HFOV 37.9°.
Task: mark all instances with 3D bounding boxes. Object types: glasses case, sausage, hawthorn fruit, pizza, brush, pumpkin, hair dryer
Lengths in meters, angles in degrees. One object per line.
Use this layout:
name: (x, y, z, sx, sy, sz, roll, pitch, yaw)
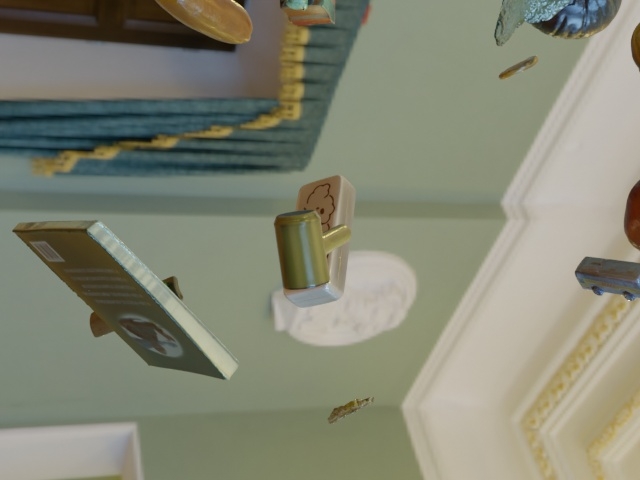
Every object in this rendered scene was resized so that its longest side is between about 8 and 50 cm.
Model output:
glasses case: (0.000, 0.000, 2.333, 0.144, 0.076, 0.337, -16, -128, 32)
sausage: (-0.220, -0.434, 1.738, 0.098, 0.238, 0.098, -9, -105, 34)
hawthorn fruit: (0.507, -0.034, 1.360, 0.138, 0.132, 0.133, 107, -26, -43)
pizza: (0.051, 0.368, 2.011, 0.123, 0.108, 0.026, -30, -96, 34)
brush: (-0.365, 0.131, 1.783, 0.282, 0.048, 0.054, -23, -102, 41)
pumpkin: (0.583, -0.589, 2.171, 0.216, 0.249, 0.250, 89, -2, -81)
hair dryer: (-0.004, -0.002, 1.793, 0.278, 0.090, 0.135, -28, 110, -67)

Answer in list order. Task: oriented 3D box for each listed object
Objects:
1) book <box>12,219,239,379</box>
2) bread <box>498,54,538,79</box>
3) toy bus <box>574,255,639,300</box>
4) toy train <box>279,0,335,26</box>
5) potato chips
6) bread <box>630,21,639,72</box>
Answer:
book: (-0.327, 0.098, 1.570, 0.260, 0.371, 0.043, 1, -132, 46)
bread: (0.502, -0.437, 2.363, 0.024, 0.110, 0.110, 64, -20, -5)
toy bus: (0.631, 0.080, 1.997, 0.064, 0.075, 0.190, -52, -152, -16)
toy train: (-0.021, -0.354, 1.116, 0.118, 0.074, 0.176, 19, 70, -74)
potato chips: (0.379, -0.454, 1.670, 0.167, 0.228, 0.059, 56, -4, -35)
bread: (0.536, -0.246, 1.316, 0.105, 0.213, 0.213, -57, -158, -3)
